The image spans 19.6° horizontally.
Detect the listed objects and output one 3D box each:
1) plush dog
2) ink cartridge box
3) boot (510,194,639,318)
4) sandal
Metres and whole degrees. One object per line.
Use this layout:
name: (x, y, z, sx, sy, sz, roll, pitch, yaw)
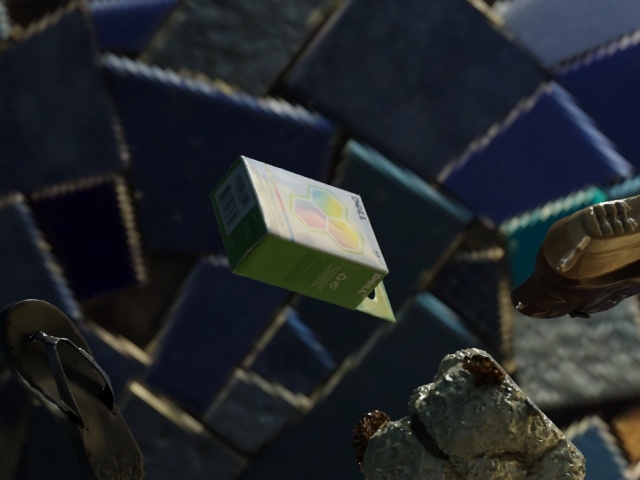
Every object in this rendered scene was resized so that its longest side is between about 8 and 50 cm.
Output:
plush dog: (0.156, 0.252, 2.252, 0.225, 0.262, 0.210, -43, -35, 2)
ink cartridge box: (0.000, 0.000, 1.818, 0.062, 0.209, 0.109, -48, 41, 29)
boot: (0.326, 0.011, 1.828, 0.207, 0.248, 0.090, 116, 148, -64)
sandal: (-0.270, 0.170, 2.097, 0.054, 0.254, 0.097, -27, 8, 48)
